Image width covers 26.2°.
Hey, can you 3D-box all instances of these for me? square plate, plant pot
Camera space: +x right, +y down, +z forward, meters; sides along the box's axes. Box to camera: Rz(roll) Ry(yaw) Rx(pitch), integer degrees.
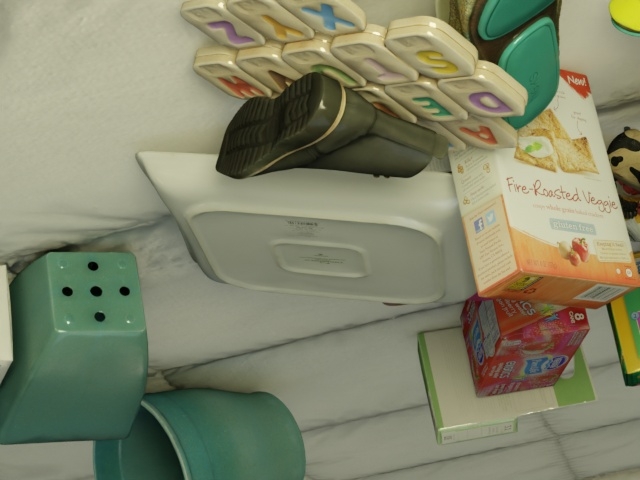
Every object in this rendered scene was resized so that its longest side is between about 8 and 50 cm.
[{"bbox_3d":[0.000,0.000,1.485,0.347,0.049,0.344,5,161,8],"label":"square plate"},{"bbox_3d":[-0.292,0.116,1.634,0.165,0.166,0.234,0,148,-22],"label":"plant pot"},{"bbox_3d":[-0.171,0.346,2.122,0.255,0.272,0.271,-10,163,-38],"label":"plant pot"}]

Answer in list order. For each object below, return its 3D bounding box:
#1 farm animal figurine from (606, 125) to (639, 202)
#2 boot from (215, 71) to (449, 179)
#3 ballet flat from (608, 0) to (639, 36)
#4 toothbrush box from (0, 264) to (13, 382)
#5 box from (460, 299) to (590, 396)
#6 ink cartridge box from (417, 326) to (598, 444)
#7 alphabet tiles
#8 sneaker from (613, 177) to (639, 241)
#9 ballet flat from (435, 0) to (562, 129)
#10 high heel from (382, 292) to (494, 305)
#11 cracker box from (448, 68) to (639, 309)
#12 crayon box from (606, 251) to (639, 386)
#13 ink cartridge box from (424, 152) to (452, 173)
[{"bbox_3d":[0.419,-0.077,1.292,0.172,0.327,0.330,29,131,-34],"label":"farm animal figurine"},{"bbox_3d":[0.004,-0.077,1.216,0.137,0.077,0.198,19,165,-28],"label":"boot"},{"bbox_3d":[0.359,-0.228,1.185,0.230,0.077,0.077,-7,137,-14],"label":"ballet flat"},{"bbox_3d":[-0.522,0.124,1.592,0.295,0.126,0.216,1,155,-22],"label":"toothbrush box"},{"bbox_3d":[0.274,0.112,1.880,0.122,0.128,0.257,-7,157,-5],"label":"box"},{"bbox_3d":[0.271,0.198,2.025,0.235,0.171,0.056,-9,143,-1],"label":"ink cartridge box"},{"bbox_3d":[0.027,-0.134,1.164,0.284,0.021,0.278,0,157,44],"label":"alphabet tiles"},{"bbox_3d":[0.335,-0.050,1.597,0.092,0.088,0.225,1,166,34],"label":"sneaker"},{"bbox_3d":[0.140,-0.203,1.094,0.123,0.123,0.348,-10,158,1],"label":"ballet flat"},{"bbox_3d":[0.160,0.026,1.704,0.244,0.082,0.117,-9,158,21],"label":"high heel"},{"bbox_3d":[0.203,-0.058,1.302,0.155,0.232,0.067,7,152,-34],"label":"cracker box"},{"bbox_3d":[0.531,0.084,1.865,0.278,0.165,0.081,-13,157,10],"label":"crayon box"},{"bbox_3d":[0.143,-0.055,1.537,0.208,0.045,0.206,-11,158,7],"label":"ink cartridge box"}]
